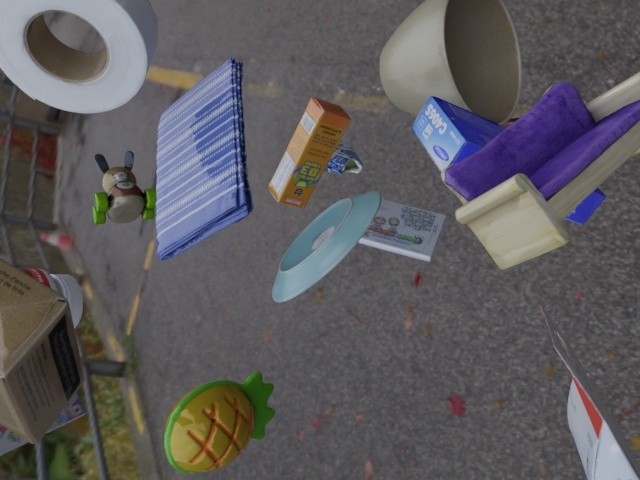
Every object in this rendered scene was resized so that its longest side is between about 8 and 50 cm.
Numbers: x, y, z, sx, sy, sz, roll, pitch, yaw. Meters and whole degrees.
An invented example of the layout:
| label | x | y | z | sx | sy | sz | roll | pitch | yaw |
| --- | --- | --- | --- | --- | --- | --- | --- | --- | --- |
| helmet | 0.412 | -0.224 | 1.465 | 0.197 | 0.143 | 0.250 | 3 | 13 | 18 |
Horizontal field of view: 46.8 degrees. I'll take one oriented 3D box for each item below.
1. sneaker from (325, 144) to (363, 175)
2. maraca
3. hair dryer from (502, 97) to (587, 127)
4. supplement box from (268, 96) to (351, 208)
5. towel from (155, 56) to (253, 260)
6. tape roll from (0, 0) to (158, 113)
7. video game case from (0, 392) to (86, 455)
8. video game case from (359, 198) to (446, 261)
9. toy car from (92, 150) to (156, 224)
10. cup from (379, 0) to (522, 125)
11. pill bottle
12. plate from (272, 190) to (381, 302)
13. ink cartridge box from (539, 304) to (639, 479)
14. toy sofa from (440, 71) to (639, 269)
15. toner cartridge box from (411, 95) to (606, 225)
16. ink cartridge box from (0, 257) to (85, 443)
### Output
| label | x | y | z | sx | sy | sz | roll | pitch | yaw |
| --- | --- | --- | --- | --- | --- | --- | --- | --- | --- |
| sneaker | 0.030 | -0.225 | 2.025 | 0.081 | 0.211 | 0.080 | 52 | 131 | 39 |
| maraca | -0.135 | 0.250 | 1.023 | 0.099 | 0.186 | 0.127 | 17 | 113 | 43 |
| hair dryer | 0.571 | -0.280 | 1.815 | 0.223 | 0.294 | 0.080 | -125 | 31 | -59 |
| supplement box | -0.026 | -0.186 | 1.601 | 0.233 | 0.078 | 0.080 | -61 | 36 | 26 |
| towel | -0.219 | -0.148 | 1.360 | 0.243 | 0.040 | 0.336 | -28 | 55 | 34 |
| tape roll | -0.440 | -0.368 | 1.320 | 0.286 | 0.286 | 0.100 | -48 | 27 | 40 |
| video game case | -0.424 | 0.225 | 1.050 | 0.015 | 0.166 | 0.119 | -33 | 83 | 31 |
| video game case | 0.177 | -0.025 | 1.583 | 0.143 | 0.157 | 0.019 | -62 | -19 | -44 |
| toy car | -0.521 | -0.150 | 1.928 | 0.149 | 0.155 | 0.188 | 132 | 127 | -60 |
| cup | 0.277 | -0.403 | 1.695 | 0.237 | 0.331 | 0.331 | -6 | 73 | 42 |
| pill bottle | -0.677 | 0.138 | 1.610 | 0.161 | 0.283 | 0.161 | -3 | 86 | 39 |
| plate | 0.000 | 0.000 | 0.923 | 0.188 | 0.024 | 0.188 | -42 | 14 | 13 |
| ink cartridge box | 0.455 | 0.323 | 1.270 | 0.091 | 0.308 | 0.385 | -32 | 90 | 15 |
| toy sofa | 0.367 | -0.132 | 1.125 | 0.177 | 0.362 | 0.150 | 54 | 151 | -1 |
| toner cartridge box | 0.347 | -0.144 | 1.360 | 0.075 | 0.348 | 0.165 | -59 | 31 | 27 |
| ink cartridge box | -0.343 | 0.070 | 0.684 | 0.088 | 0.235 | 0.193 | -57 | -6 | -31 |
